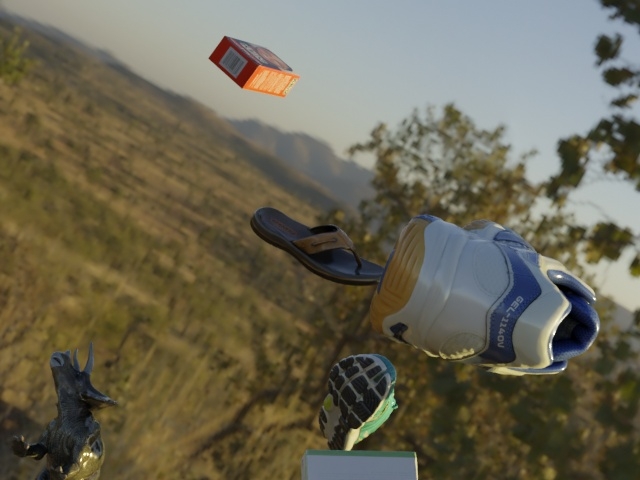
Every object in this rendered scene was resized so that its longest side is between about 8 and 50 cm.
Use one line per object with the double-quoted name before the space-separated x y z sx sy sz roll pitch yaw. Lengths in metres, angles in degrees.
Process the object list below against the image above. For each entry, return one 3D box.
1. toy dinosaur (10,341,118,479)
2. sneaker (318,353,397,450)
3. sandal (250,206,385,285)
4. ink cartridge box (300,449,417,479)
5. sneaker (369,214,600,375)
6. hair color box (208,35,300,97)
"toy dinosaur" -0.352 0.317 1.664 0.121 0.314 0.160 18 25 25
"sneaker" 0.073 0.255 1.940 0.107 0.110 0.275 59 -27 21
"sandal" 0.000 0.000 1.696 0.219 0.060 0.090 32 28 20
"ink cartridge box" 0.061 0.421 1.717 0.171 0.235 0.056 3 -29 -11
"sneaker" 0.136 0.054 0.858 0.131 0.112 0.296 22 8 19
"hair color box" -0.091 -0.243 1.670 0.072 0.043 0.141 42 15 15
